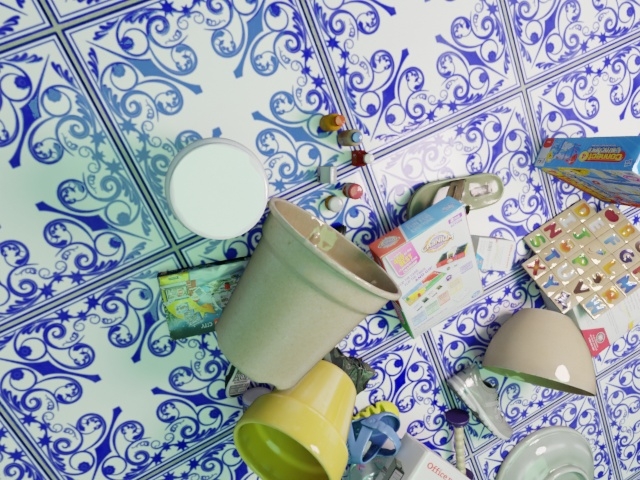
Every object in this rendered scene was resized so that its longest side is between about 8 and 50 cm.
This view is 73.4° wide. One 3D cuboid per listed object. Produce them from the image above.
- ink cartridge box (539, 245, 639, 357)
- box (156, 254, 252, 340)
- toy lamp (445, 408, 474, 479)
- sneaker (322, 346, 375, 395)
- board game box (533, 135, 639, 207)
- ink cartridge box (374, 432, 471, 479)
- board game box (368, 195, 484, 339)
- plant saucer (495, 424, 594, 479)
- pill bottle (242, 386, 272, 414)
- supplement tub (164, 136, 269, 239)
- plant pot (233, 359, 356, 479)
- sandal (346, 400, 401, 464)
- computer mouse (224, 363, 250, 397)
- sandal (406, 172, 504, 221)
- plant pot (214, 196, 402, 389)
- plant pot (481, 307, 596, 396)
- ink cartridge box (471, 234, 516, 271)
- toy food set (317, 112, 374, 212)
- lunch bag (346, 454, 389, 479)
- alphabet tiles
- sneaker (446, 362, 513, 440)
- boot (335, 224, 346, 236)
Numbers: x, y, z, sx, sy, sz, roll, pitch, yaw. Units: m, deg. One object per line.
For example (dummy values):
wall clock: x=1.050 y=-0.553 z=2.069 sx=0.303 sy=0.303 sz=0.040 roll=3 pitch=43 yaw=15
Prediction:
ink cartridge box: x=0.853 y=0.166 z=1.297 sx=0.306 sy=0.131 sz=0.226 roll=-33 pitch=107 yaw=-9
box: x=-0.252 y=0.134 z=1.023 sx=0.233 sy=0.044 sz=0.159 roll=-10 pitch=104 yaw=-14
toy lamp: x=0.423 y=0.653 z=1.303 sx=0.080 sy=0.080 sz=0.275 roll=-13 pitch=104 yaw=-13
sneaker: x=0.063 y=0.319 z=1.131 sx=0.130 sy=0.087 sz=0.228 roll=-24 pitch=110 yaw=-12
board game box: x=0.789 y=-0.171 z=1.119 sx=0.308 sy=0.302 sz=0.086 roll=20 pitch=96 yaw=-18
ink cartridge box: x=0.244 y=0.689 z=1.131 sx=0.198 sy=0.114 sz=0.273 roll=40 pitch=80 yaw=-17
board game box: x=0.282 y=0.078 z=1.101 sx=0.242 sy=0.064 sz=0.317 roll=-31 pitch=125 yaw=-7
plant saucer: x=0.773 y=0.820 z=1.425 sx=0.400 sy=0.100 sz=0.401 roll=-3 pitch=102 yaw=-16
pill bottle: x=-0.158 y=0.455 z=1.098 sx=0.078 sy=0.078 sz=0.137 roll=-4 pitch=102 yaw=-15
supplement tub: x=-0.209 y=-0.108 z=0.865 sx=0.191 sy=0.272 sz=0.191 roll=-3 pitch=102 yaw=-15
plant pot: x=-0.034 y=0.421 z=1.006 sx=0.253 sy=0.239 sz=0.254 roll=14 pitch=124 yaw=22
sandal: x=0.087 y=0.547 z=1.157 sx=0.317 sy=0.138 sz=0.126 roll=-22 pitch=108 yaw=-9
computer mouse: x=-0.197 y=0.300 z=1.067 sx=0.106 sy=0.042 sz=0.193 roll=13 pitch=101 yaw=-49
sandal: x=0.359 y=-0.110 z=1.123 sx=0.302 sy=0.086 sz=0.120 roll=-21 pitch=106 yaw=-11
plant pot: x=-0.052 y=0.128 z=0.911 sx=0.333 sy=0.334 sz=0.305 roll=33 pitch=100 yaw=-19
plant pot: x=0.617 y=0.299 z=1.204 sx=0.284 sy=0.284 sz=0.191 roll=23 pitch=73 yaw=-19
ink cartridge box: x=0.475 y=0.035 z=1.204 sx=0.122 sy=0.052 sz=0.089 roll=6 pitch=100 yaw=-16
toy food set: x=0.059 y=-0.179 z=1.015 sx=0.111 sy=0.104 sz=0.232 roll=-3 pitch=102 yaw=-15
lunch bag: x=0.206 y=0.735 z=1.242 sx=0.279 sy=0.108 sz=0.224 roll=10 pitch=92 yaw=-20
alphabet tiles: x=0.762 y=0.046 z=1.221 sx=0.342 sy=0.011 sz=0.285 roll=-32 pitch=71 yaw=-7
sneaker: x=0.502 y=0.483 z=1.275 sx=0.115 sy=0.105 sz=0.281 roll=-42 pitch=108 yaw=-4
boot: x=0.000 y=0.000 z=1.070 sx=0.099 sy=0.045 sz=0.121 roll=25 pitch=92 yaw=-13
